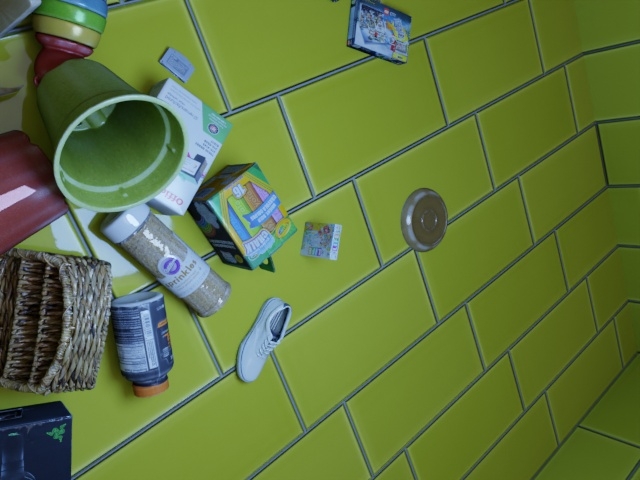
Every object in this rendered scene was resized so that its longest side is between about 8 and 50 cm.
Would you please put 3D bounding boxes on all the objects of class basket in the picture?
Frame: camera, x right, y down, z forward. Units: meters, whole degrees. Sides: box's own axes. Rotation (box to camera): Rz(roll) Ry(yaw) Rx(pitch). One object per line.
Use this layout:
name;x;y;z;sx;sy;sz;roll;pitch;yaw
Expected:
basket;-0.597;0.175;1.183;0.223;0.213;0.299;10;87;-36

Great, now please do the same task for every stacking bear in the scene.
stacking bear;-0.555;-0.469;1.203;0.175;0.164;0.289;1;105;-60

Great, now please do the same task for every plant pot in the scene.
plant pot;-0.463;-0.243;1.150;0.276;0.254;0.276;-31;148;-22
plant pot;0.387;-0.073;1.981;0.236;0.032;0.236;-3;95;-35
plant pot;-0.681;-0.080;1.090;0.265;0.272;0.272;-38;114;-36

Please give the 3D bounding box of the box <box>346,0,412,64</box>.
box;0.196;-0.687;1.789;0.233;0.044;0.159;6;90;-36

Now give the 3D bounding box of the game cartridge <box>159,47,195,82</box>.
game cartridge;-0.371;-0.458;1.419;0.083;0.017;0.056;38;75;-31

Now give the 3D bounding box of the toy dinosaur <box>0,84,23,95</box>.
toy dinosaur;-0.708;-0.298;1.123;0.183;0.053;0.093;-4;95;-36

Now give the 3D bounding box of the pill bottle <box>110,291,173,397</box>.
pill bottle;-0.438;0.260;1.355;0.130;0.130;0.246;-13;101;-34

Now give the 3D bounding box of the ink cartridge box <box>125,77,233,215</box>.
ink cartridge box;-0.381;-0.226;1.366;0.201;0.117;0.278;34;75;-32

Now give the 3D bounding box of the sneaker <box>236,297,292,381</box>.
sneaker;-0.163;0.288;1.576;0.094;0.091;0.258;28;77;-34

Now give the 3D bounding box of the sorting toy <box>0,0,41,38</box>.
sorting toy;-0.655;-0.552;1.073;0.089;0.257;0.255;-45;118;-43

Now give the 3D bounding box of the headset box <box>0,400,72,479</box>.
headset box;-0.686;0.505;1.195;0.246;0.131;0.283;1;92;-36

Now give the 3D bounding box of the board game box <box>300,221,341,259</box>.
board game box;0.000;0.000;1.633;0.026;0.154;0.103;10;87;-36

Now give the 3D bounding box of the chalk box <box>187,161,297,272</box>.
chalk box;-0.200;-0.042;1.474;0.179;0.180;0.289;-43;117;-25

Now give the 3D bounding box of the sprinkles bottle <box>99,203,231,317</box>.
sprinkles bottle;-0.383;0.047;1.384;0.355;0.121;0.121;48;67;-28
